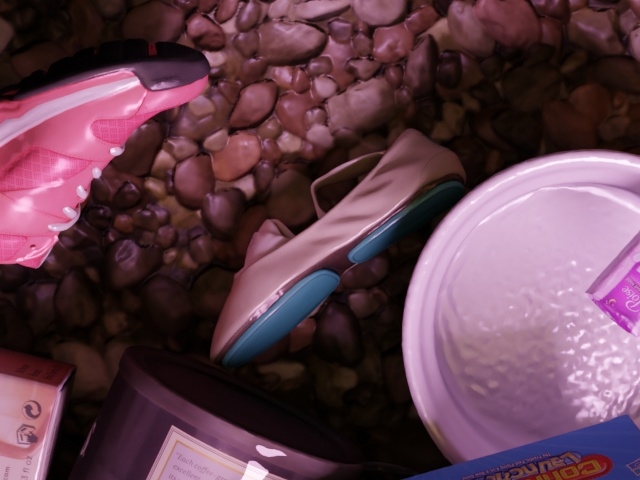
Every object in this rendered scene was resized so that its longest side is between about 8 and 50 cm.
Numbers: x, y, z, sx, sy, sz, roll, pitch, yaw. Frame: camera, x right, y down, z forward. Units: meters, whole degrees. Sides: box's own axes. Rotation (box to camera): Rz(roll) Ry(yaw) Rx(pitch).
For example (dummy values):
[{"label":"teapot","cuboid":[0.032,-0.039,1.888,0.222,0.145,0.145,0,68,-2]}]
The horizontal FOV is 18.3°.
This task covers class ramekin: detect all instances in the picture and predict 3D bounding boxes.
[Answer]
[{"label":"ramekin","cuboid":[0.196,0.065,1.521,0.277,0.135,0.277,0,96,-1]}]

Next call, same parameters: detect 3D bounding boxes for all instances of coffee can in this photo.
[{"label":"coffee can","cuboid":[-0.113,0.246,1.497,0.201,0.201,0.275,25,94,-3]}]

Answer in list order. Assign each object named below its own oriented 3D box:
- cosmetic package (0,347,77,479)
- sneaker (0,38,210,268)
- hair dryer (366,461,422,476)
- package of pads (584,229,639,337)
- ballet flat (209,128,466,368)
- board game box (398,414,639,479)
[{"label":"cosmetic package","cuboid":[-0.347,0.128,1.510,0.296,0.153,0.129,13,93,-4]},{"label":"sneaker","cuboid":[-0.217,-0.054,1.530,0.313,0.116,0.136,-22,105,8]},{"label":"hair dryer","cuboid":[0.097,0.335,1.571,0.293,0.080,0.224,34,93,-4]},{"label":"package of pads","cuboid":[0.236,0.024,1.434,0.050,0.032,0.083,41,93,-2]},{"label":"ballet flat","cuboid":[0.000,0.000,1.548,0.248,0.086,0.086,-37,95,1]},{"label":"board game box","cuboid":[0.113,0.311,1.439,0.302,0.086,0.308,-15,118,-8]}]
